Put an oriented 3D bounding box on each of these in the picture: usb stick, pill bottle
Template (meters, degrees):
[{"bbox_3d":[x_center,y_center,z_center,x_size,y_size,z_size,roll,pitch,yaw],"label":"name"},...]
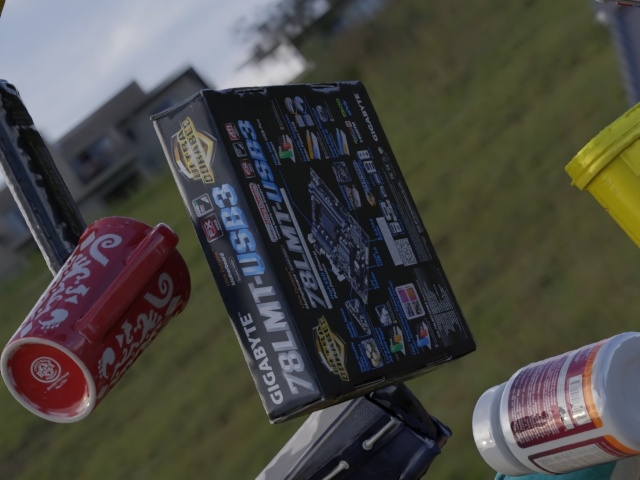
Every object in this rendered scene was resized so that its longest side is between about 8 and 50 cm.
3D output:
[{"bbox_3d":[-0.270,-0.033,1.948,0.045,0.278,0.077,-30,-8,19],"label":"usb stick"},{"bbox_3d":[0.260,0.174,2.021,0.121,0.121,0.221,-33,5,-37],"label":"pill bottle"}]

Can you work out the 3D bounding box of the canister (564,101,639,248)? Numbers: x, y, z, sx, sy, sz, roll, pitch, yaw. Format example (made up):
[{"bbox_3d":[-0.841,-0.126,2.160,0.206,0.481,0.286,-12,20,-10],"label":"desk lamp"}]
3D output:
[{"bbox_3d":[0.297,-0.033,1.583,0.126,0.170,0.073,-37,-9,-26],"label":"canister"}]

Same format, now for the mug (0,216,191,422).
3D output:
[{"bbox_3d":[-0.196,0.057,1.699,0.169,0.113,0.150,-56,-20,-49],"label":"mug"}]

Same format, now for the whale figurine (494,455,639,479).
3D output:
[{"bbox_3d":[0.292,0.262,2.283,0.216,0.141,0.272,-89,24,-67],"label":"whale figurine"}]

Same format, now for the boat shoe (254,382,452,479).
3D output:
[{"bbox_3d":[0.019,0.303,2.462,0.340,0.158,0.127,-52,-5,32],"label":"boat shoe"}]

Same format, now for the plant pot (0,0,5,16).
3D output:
[{"bbox_3d":[-0.470,-0.298,2.244,0.212,0.187,0.212,39,-120,-53],"label":"plant pot"}]

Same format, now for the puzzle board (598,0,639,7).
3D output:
[{"bbox_3d":[0.328,-0.284,2.230,0.128,0.096,0.011,6,-65,-21],"label":"puzzle board"}]

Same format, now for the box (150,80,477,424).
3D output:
[{"bbox_3d":[0.000,0.000,1.815,0.073,0.296,0.293,-27,-7,31],"label":"box"}]
